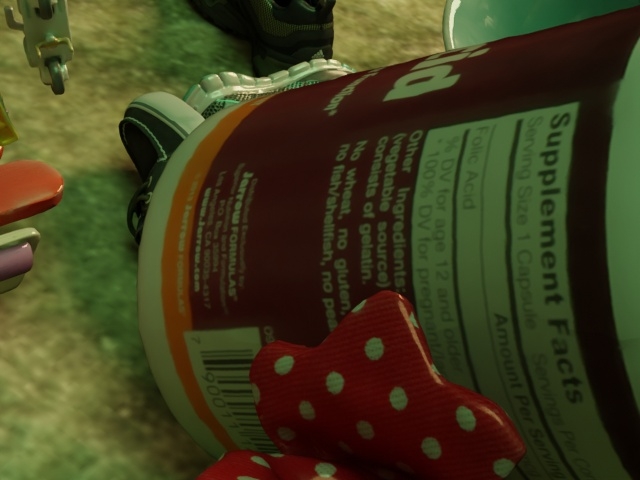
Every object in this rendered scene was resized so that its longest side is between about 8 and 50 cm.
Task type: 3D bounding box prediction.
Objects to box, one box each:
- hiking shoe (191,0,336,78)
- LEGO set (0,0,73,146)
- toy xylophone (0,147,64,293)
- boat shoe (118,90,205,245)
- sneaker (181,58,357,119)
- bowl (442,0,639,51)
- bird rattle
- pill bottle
[{"bbox_3d":[-0.047,-0.231,0.988,0.086,0.114,0.227,-12,48,-35],"label":"hiking shoe"},{"bbox_3d":[-0.277,-0.098,0.598,0.287,0.132,0.107,-7,37,-20],"label":"LEGO set"},{"bbox_3d":[-0.320,-0.041,0.669,0.322,0.081,0.236,37,42,20],"label":"toy xylophone"},{"bbox_3d":[-0.086,-0.012,0.750,0.076,0.080,0.228,-24,60,-25],"label":"boat shoe"},{"bbox_3d":[-0.027,-0.093,0.891,0.166,0.065,0.076,-16,67,-33],"label":"sneaker"},{"bbox_3d":[0.276,-0.172,0.965,0.311,0.163,0.312,-17,47,20],"label":"bowl"},{"bbox_3d":[0.030,0.141,0.482,0.207,0.253,0.143,31,42,-6],"label":"bird rattle"},{"bbox_3d":[0.116,0.012,0.529,0.392,0.224,0.224,-6,18,42],"label":"pill bottle"}]
